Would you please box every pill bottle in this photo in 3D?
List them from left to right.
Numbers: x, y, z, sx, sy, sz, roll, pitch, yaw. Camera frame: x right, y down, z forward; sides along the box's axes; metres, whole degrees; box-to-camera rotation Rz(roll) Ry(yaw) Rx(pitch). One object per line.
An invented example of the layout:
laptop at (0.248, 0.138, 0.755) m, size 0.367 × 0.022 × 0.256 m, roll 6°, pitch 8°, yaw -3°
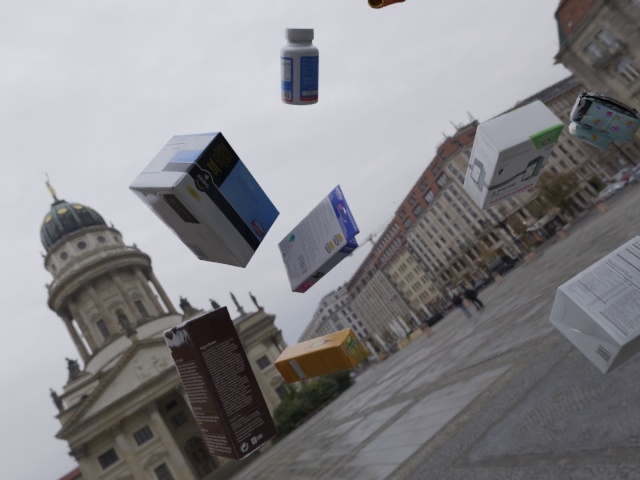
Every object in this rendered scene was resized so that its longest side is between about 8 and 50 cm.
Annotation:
pill bottle at (-0.065, -0.547, 1.433) m, size 0.124 × 0.124 × 0.222 m, roll -23°, pitch -55°, yaw -41°

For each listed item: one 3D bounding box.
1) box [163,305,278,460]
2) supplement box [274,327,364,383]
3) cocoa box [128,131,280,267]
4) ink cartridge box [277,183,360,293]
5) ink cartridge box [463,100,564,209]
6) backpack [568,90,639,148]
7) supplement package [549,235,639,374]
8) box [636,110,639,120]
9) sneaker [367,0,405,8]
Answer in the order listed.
box at (-0.284, 0.392, 1.267) m, size 0.143 × 0.381 × 0.191 m, roll -22°, pitch -2°, yaw -40°
supplement box at (-0.006, 0.298, 1.166) m, size 0.233 × 0.080 × 0.078 m, roll -28°, pitch 10°, yaw 37°
cocoa box at (-0.332, -0.119, 1.361) m, size 0.228 × 0.231 × 0.347 m, roll -60°, pitch -43°, yaw -27°
ink cartridge box at (0.000, 0.000, 1.363) m, size 0.065 × 0.186 × 0.311 m, roll 12°, pitch -44°, yaw -40°
ink cartridge box at (0.544, -0.237, 1.317) m, size 0.198 × 0.115 × 0.273 m, roll -24°, pitch -31°, yaw -6°
backpack at (0.862, -0.360, 1.385) m, size 0.166 × 0.188 × 0.144 m, roll -38°, pitch -34°, yaw -58°
supplement package at (0.783, 0.169, 1.184) m, size 0.262 × 0.198 × 0.199 m, roll -31°, pitch -39°, yaw -5°
box at (0.852, -0.172, 0.842) m, size 0.343 × 0.313 × 0.179 m, roll 5°, pitch -35°, yaw -17°
sneaker at (0.245, -0.842, 1.568) m, size 0.175 × 0.064 × 0.067 m, roll -14°, pitch 14°, yaw 31°
